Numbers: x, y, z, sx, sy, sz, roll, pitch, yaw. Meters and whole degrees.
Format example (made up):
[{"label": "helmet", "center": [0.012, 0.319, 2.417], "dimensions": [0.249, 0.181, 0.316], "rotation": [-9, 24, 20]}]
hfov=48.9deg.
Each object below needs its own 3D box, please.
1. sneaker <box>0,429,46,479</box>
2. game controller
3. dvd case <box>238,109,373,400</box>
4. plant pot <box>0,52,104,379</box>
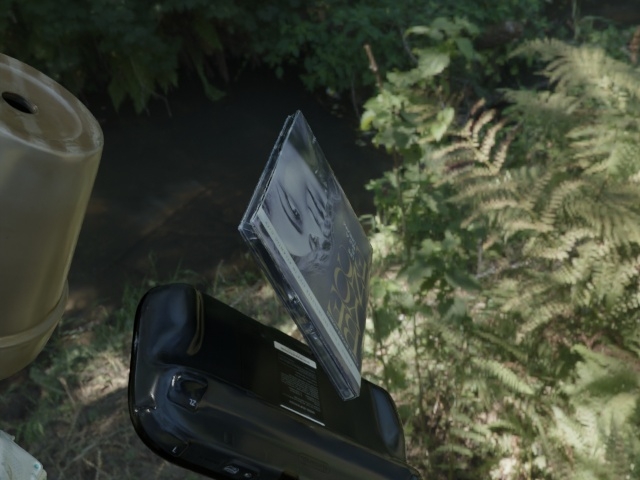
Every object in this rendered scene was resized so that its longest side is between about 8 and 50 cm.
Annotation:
[{"label": "sneaker", "center": [-0.325, 0.259, 0.730], "dimensions": [0.212, 0.094, 0.080], "rotation": [40, 102, 45]}, {"label": "game controller", "center": [-0.028, 0.152, 0.621], "dimensions": [0.067, 0.319, 0.166], "rotation": [-44, 35, 17]}, {"label": "dvd case", "center": [0.000, 0.000, 0.590], "dimensions": [0.018, 0.164, 0.221], "rotation": [-21, 25, 19]}, {"label": "plant pot", "center": [-0.392, -0.049, 0.785], "dimensions": [0.280, 0.323, 0.323], "rotation": [-51, 36, 19]}]
